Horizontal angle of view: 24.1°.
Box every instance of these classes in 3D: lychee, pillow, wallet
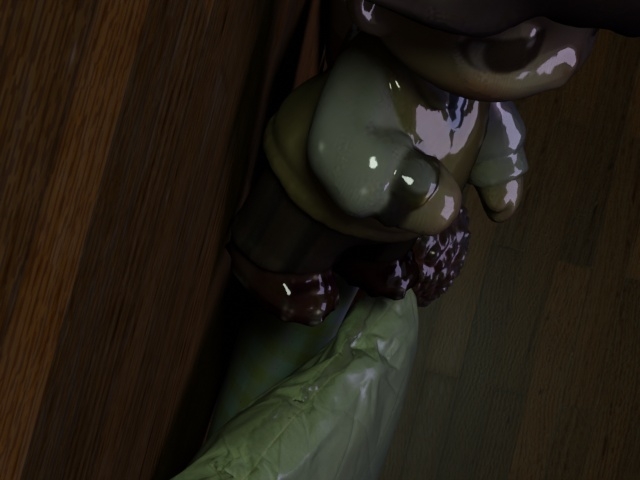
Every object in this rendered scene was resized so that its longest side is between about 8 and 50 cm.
[{"bbox_3d":[0.040,0.002,1.198,0.165,0.165,0.197,100,-16,-73],"label":"lychee"},{"bbox_3d":[-0.044,0.184,0.858,0.274,0.076,0.280,-43,154,-53],"label":"pillow"},{"bbox_3d":[0.000,0.000,0.995,0.223,0.077,0.309,-84,-165,-59],"label":"wallet"}]

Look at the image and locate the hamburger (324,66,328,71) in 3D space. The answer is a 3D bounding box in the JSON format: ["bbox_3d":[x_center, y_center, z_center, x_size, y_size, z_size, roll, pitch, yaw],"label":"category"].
[{"bbox_3d":[0.017,-0.096,1.401,0.133,0.062,0.140,100,6,-58],"label":"hamburger"}]

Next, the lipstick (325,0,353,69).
[{"bbox_3d":[0.040,-0.182,1.224,0.254,0.070,0.070,96,8,-84],"label":"lipstick"}]

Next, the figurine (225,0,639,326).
[{"bbox_3d":[0.072,-0.097,0.685,0.206,0.218,0.365,50,-46,45],"label":"figurine"}]
